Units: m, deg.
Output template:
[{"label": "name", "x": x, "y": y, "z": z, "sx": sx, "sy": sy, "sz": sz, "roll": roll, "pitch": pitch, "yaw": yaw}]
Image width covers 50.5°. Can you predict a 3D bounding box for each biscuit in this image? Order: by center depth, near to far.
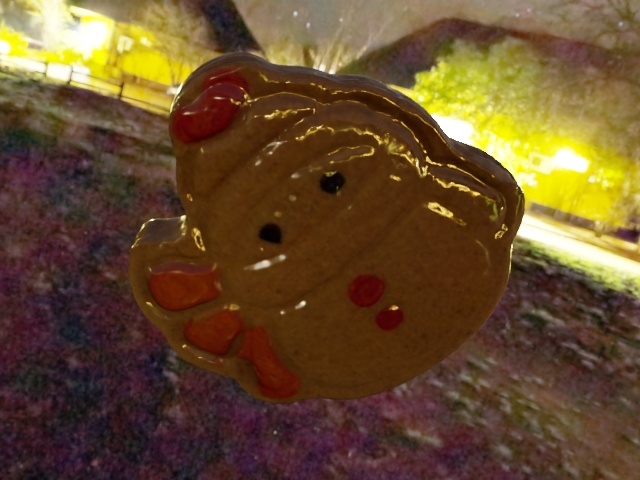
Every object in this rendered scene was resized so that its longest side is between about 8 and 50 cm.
[{"label": "biscuit", "x": 0.000, "y": 0.000, "z": 0.641, "sx": 0.381, "sy": 0.359, "sz": 0.074, "roll": 48, "pitch": 10, "yaw": -28}]
